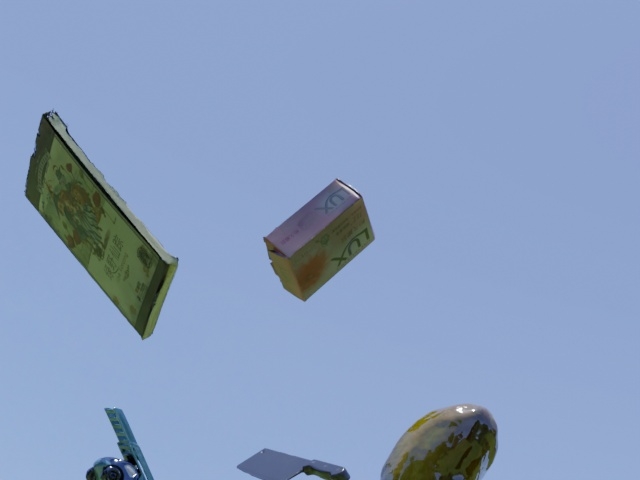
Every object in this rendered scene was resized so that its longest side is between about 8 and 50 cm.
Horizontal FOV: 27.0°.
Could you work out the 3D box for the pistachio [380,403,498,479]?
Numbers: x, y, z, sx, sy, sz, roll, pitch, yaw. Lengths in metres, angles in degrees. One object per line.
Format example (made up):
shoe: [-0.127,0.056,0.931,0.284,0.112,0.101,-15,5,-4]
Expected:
pistachio: [0.129,0.267,1.525,0.110,0.189,0.100,29,-19,4]

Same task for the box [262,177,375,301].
box: [0.000,0.000,1.870,0.060,0.156,0.111,39,-19,33]

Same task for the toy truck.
toy truck: [-0.277,0.297,1.791,0.063,0.074,0.136,-6,-71,51]

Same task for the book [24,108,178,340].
book: [-0.247,-0.014,1.465,0.231,0.026,0.157,49,-36,16]

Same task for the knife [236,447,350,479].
knife: [-0.046,0.347,2.006,0.245,0.072,0.019,-1,-66,56]
